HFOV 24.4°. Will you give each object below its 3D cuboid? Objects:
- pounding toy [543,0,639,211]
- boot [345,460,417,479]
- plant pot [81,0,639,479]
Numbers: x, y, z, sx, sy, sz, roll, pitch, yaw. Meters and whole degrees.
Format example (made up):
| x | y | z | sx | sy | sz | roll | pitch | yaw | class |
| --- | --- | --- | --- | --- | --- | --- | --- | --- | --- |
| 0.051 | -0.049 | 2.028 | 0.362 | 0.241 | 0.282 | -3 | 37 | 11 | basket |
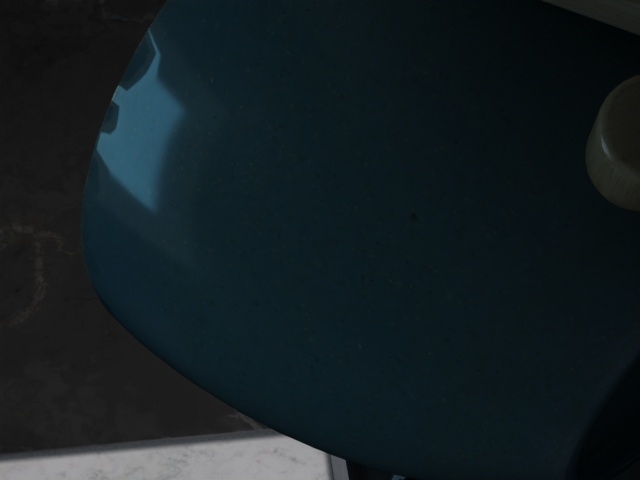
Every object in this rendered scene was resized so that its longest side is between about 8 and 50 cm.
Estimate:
| x | y | z | sx | sy | sz | roll | pitch | yaw | class |
| --- | --- | --- | --- | --- | --- | --- | --- | --- | --- |
| 0.118 | -0.098 | 0.471 | 0.094 | 0.181 | 0.206 | 98 | -167 | -74 | pounding toy |
| 0.052 | 0.061 | 1.355 | 0.445 | 0.146 | 0.367 | -96 | -3 | -50 | boot |
| 0.076 | -0.010 | 0.613 | 0.195 | 0.290 | 0.290 | 43 | 152 | 27 | plant pot |
